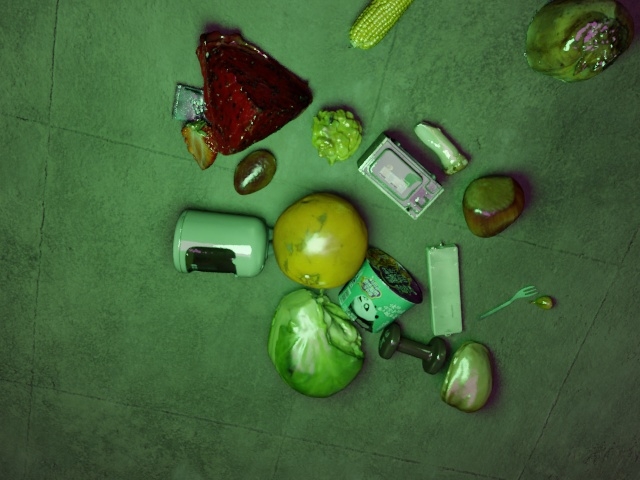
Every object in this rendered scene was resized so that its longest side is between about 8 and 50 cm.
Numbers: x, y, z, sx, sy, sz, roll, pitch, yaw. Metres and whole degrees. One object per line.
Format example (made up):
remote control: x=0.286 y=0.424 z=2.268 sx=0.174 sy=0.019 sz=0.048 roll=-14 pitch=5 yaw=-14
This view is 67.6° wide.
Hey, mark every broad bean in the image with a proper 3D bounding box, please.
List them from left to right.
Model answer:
broad bean: x=-0.213 y=-0.219 z=1.549 sx=0.165 sy=0.084 sz=0.114 roll=-35 pitch=122 yaw=4

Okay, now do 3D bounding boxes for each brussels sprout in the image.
brussels sprout: x=-0.030 y=0.357 z=1.636 sx=0.314 sy=0.276 sz=0.372 roll=-30 pitch=105 yaw=5

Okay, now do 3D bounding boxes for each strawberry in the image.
strawberry: x=-0.366 y=-0.299 z=1.508 sx=0.082 sy=0.146 sz=0.187 roll=-31 pitch=150 yaw=-30

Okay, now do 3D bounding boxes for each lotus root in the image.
lotus root: x=0.761 y=-0.587 z=1.391 sx=0.271 sy=0.192 sz=0.273 roll=-2 pitch=114 yaw=-4

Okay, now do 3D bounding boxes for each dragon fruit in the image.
dragon fruit: x=-0.234 y=-0.451 z=1.460 sx=0.329 sy=0.286 sz=0.228 roll=50 pitch=136 yaw=7

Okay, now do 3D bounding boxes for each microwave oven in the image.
microwave oven: x=0.248 y=-0.208 z=1.499 sx=0.240 sy=0.194 sz=0.145 roll=40 pitch=102 yaw=-10

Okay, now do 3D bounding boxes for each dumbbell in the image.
dumbbell: x=0.330 y=0.388 z=1.725 sx=0.225 sy=0.124 sz=0.141 roll=19 pitch=116 yaw=-7

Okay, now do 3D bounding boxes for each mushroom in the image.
mushroom: x=0.383 y=-0.299 z=1.535 sx=0.209 sy=0.071 sz=0.084 roll=46 pitch=134 yaw=-10

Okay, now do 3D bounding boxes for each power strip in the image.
power strip: x=0.441 y=0.171 z=1.700 sx=0.105 sy=0.043 sz=0.368 roll=-8 pitch=108 yaw=2

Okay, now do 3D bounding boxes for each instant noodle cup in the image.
instant noodle cup: x=0.189 y=0.178 z=1.607 sx=0.251 sy=0.251 sz=0.190 roll=36 pitch=113 yaw=-11

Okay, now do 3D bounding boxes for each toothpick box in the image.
toothpick box: x=-0.301 y=0.005 z=1.564 sx=0.315 sy=0.229 sz=0.229 roll=5 pitch=108 yaw=-4

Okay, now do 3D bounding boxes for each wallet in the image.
wallet: x=-0.380 y=-0.419 z=1.507 sx=0.165 sy=0.030 sz=0.111 roll=14 pitch=111 yaw=-4

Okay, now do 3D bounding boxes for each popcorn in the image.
popcorn: x=0.043 y=-0.329 z=1.479 sx=0.173 sy=0.142 sz=0.174 roll=-2 pitch=112 yaw=-4

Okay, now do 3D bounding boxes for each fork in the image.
fork: x=0.670 y=0.228 z=1.734 sx=0.235 sy=0.021 sz=0.039 roll=-30 pitch=102 yaw=10

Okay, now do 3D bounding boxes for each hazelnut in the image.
hazelnut: x=0.547 y=-0.116 z=1.547 sx=0.210 sy=0.210 sz=0.186 roll=-45 pitch=79 yaw=13

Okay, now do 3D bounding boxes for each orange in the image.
orange: x=0.000 y=0.000 z=1.507 sx=0.311 sy=0.312 sz=0.313 roll=0 pitch=108 yaw=0

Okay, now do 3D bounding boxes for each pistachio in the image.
pistachio: x=0.556 y=0.505 z=1.758 sx=0.212 sy=0.162 sz=0.261 roll=19 pitch=94 yaw=-28

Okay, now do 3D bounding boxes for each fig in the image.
fig: x=0.792 y=0.224 z=1.719 sx=0.083 sy=0.050 sz=0.050 roll=0 pitch=108 yaw=10

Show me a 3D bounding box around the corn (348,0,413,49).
corn: x=0.197 y=-0.677 z=1.390 sx=0.101 sy=0.101 sz=0.310 roll=42 pitch=103 yaw=-13
